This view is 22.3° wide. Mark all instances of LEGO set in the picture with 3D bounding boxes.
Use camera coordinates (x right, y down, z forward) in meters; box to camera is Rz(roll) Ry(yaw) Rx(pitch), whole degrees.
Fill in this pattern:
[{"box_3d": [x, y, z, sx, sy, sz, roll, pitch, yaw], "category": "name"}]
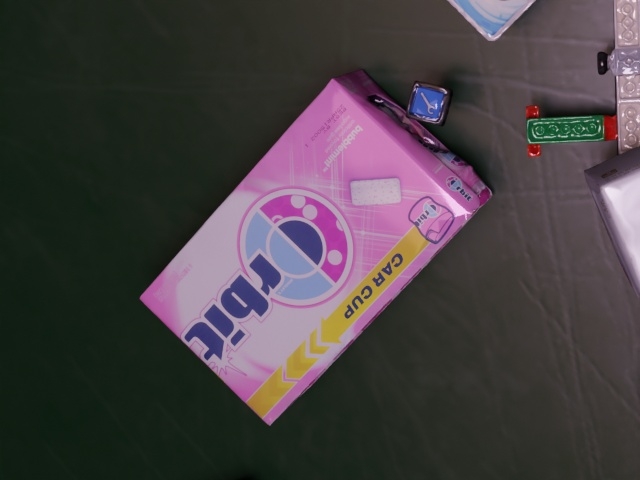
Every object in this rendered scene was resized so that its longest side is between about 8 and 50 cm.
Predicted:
[{"box_3d": [0.165, -0.121, 0.875, 0.244, 0.060, 0.182, -45, 86, 8], "category": "LEGO set"}]

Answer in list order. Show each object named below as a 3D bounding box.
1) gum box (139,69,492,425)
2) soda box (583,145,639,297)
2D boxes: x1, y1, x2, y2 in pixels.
[{"box_3d": [0.000, 0.000, 0.931, 0.107, 0.062, 0.188, 44, 110, 4], "category": "gum box"}, {"box_3d": [0.247, -0.042, 0.816, 0.216, 0.069, 0.074, -24, 99, 5], "category": "soda box"}]
